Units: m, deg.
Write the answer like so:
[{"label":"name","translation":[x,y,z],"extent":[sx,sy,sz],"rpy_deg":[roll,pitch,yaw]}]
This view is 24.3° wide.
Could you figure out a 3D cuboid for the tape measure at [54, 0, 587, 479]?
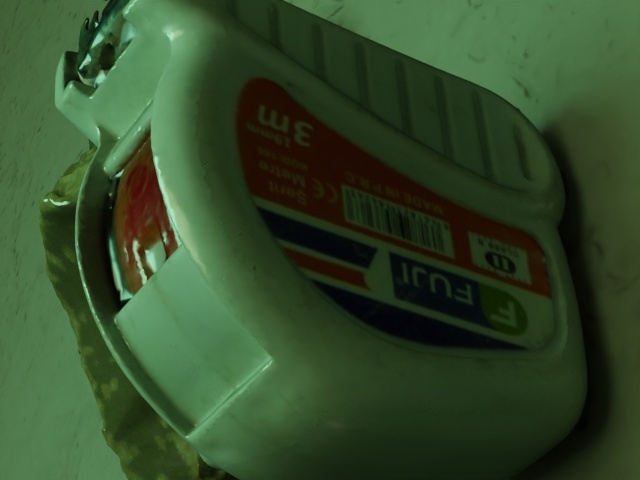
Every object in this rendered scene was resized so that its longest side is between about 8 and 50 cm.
[{"label":"tape measure","translation":[0.000,0.000,0.743],"extent":[0.130,0.258,0.265],"rpy_deg":[-42,39,40]}]

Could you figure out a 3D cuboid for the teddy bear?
[{"label":"teddy bear","translation":[-0.077,0.013,1.022],"extent":[0.246,0.222,0.296],"rpy_deg":[-35,88,41]}]
